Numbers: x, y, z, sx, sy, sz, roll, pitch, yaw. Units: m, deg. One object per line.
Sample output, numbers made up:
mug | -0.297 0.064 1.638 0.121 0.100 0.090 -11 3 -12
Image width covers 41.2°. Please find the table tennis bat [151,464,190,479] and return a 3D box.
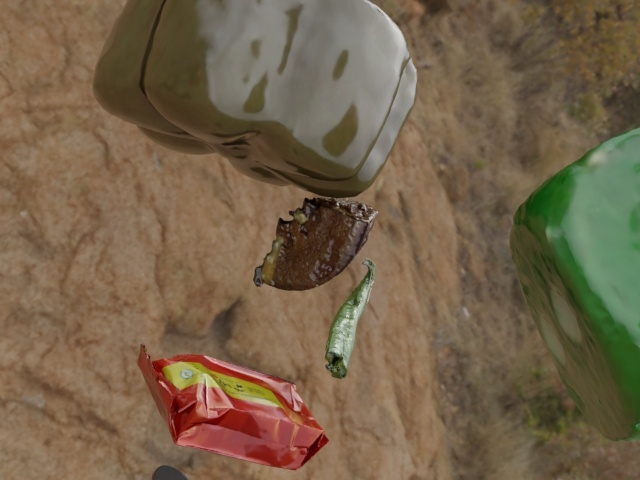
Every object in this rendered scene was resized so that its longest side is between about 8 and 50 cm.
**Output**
table tennis bat | -0.196 0.352 1.154 0.095 0.014 0.158 46 5 0

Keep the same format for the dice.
dice | 0.399 0.043 0.959 0.287 0.297 0.300 63 -1 21

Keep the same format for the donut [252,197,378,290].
donut | -0.001 0.011 1.387 0.144 0.187 0.126 29 22 16

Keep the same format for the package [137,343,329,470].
package | -0.185 0.345 1.758 0.423 0.123 0.196 24 13 -36

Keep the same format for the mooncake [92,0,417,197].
mooncake | -0.089 -0.234 1.273 0.467 0.467 0.262 27 81 -49

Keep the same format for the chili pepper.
chili pepper | 0.069 0.177 2.004 0.085 0.076 0.359 59 30 -25
